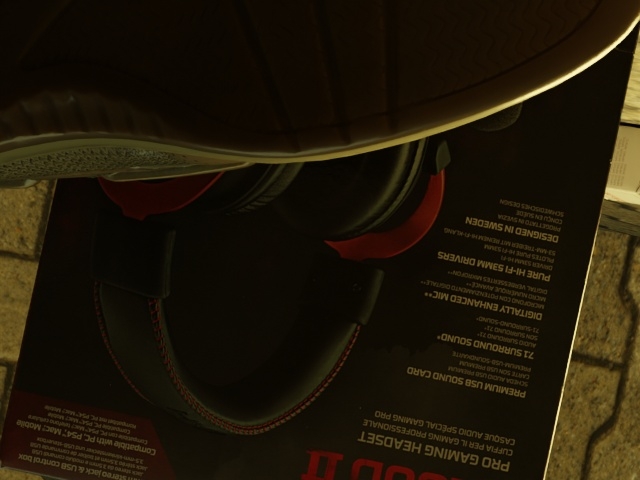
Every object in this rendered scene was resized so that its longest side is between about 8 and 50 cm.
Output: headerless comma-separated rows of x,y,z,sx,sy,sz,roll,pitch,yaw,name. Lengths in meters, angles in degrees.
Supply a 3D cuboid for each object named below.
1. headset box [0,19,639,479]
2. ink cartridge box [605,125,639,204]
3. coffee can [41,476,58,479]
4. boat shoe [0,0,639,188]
0.000,0.000,0.689,0.218,0.293,0.110,13,180,0,headset box
0.291,-0.055,1.333,0.135,0.056,0.099,11,179,27,ink cartridge box
-0.022,0.007,0.861,0.201,0.275,0.201,12,178,0,coffee can
-0.052,-0.082,0.564,0.341,0.122,0.110,-6,-178,19,boat shoe
